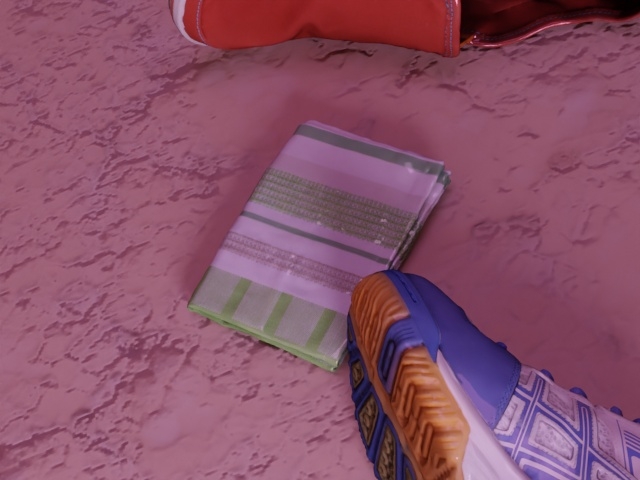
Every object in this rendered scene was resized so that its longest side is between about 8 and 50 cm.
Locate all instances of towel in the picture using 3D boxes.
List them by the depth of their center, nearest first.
[{"bbox_3d":[0.000,0.000,0.764,0.113,0.023,0.152,20,66,26],"label":"towel"}]

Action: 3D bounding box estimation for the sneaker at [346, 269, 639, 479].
[{"bbox_3d":[0.120,0.125,0.618,0.131,0.112,0.296,-19,55,-21],"label":"sneaker"}]

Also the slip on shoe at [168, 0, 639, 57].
[{"bbox_3d":[0.063,-0.172,0.806,0.331,0.123,0.101,-7,60,2],"label":"slip on shoe"}]
